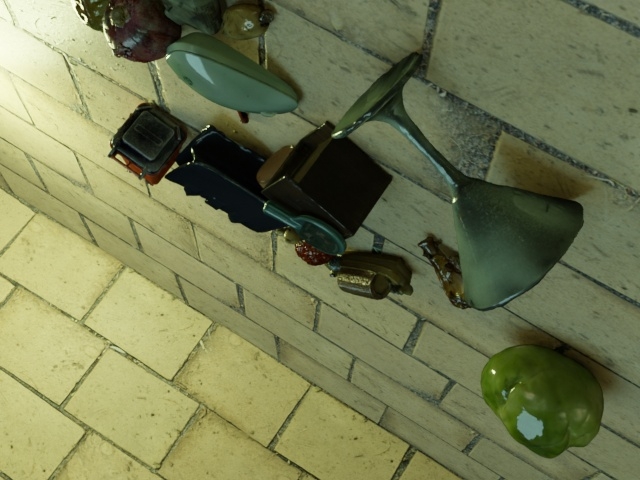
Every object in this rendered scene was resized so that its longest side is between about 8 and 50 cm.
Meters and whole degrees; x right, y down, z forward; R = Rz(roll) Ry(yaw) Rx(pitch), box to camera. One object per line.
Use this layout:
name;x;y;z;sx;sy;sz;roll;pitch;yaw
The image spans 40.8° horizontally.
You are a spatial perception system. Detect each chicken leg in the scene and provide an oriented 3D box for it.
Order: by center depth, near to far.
chicken leg;0.299;0.077;1.972;0.207;0.085;0.101;49;-161;-14

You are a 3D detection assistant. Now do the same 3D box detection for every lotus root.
lotus root;-0.148;-0.414;1.638;0.072;0.063;0.152;37;157;-31

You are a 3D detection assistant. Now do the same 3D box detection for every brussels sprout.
brussels sprout;0.534;0.386;2.052;0.316;0.242;0.274;40;165;-22

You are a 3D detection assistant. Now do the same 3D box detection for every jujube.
jujube;0.000;0.000;2.233;0.112;0.109;0.176;4;158;-20

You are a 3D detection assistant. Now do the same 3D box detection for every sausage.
sausage;-0.026;-0.097;2.034;0.253;0.123;0.123;46;156;-25

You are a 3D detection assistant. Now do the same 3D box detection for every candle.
candle;-0.192;-0.322;1.948;0.026;0.021;0.167;47;168;32

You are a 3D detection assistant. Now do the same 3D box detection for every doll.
doll;-0.083;-0.014;2.210;0.061;0.051;0.093;0;177;-24

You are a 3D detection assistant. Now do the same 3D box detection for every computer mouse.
computer mouse;-0.187;-0.322;1.771;0.288;0.097;0.159;31;163;-23

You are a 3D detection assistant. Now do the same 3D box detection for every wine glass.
wine glass;0.229;-0.109;1.480;0.406;0.267;0.267;46;157;-14

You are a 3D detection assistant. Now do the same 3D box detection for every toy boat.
toy boat;0.117;0.093;2.225;0.310;0.115;0.089;9;148;49

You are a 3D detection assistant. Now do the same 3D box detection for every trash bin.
trash bin;-0.470;-0.237;2.332;0.161;0.184;0.238;36;164;0

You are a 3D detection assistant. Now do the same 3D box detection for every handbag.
handbag;-0.221;-0.144;2.197;0.303;0.122;0.329;31;162;-17

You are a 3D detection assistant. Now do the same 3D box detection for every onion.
onion;-0.354;-0.444;1.789;0.159;0.159;0.195;23;-168;29

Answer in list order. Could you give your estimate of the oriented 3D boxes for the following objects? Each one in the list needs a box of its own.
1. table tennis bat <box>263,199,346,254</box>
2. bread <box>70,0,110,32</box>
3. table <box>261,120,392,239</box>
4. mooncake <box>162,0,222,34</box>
table tennis bat;-0.033;-0.029;1.853;0.201;0.033;0.124;29;156;5
bread;-0.503;-0.548;1.859;0.128;0.088;0.232;16;148;23
table;0.009;-0.118;1.875;0.193;0.169;0.172;40;158;-13
mooncake;-0.247;-0.465;1.661;0.130;0.073;0.125;30;161;15
